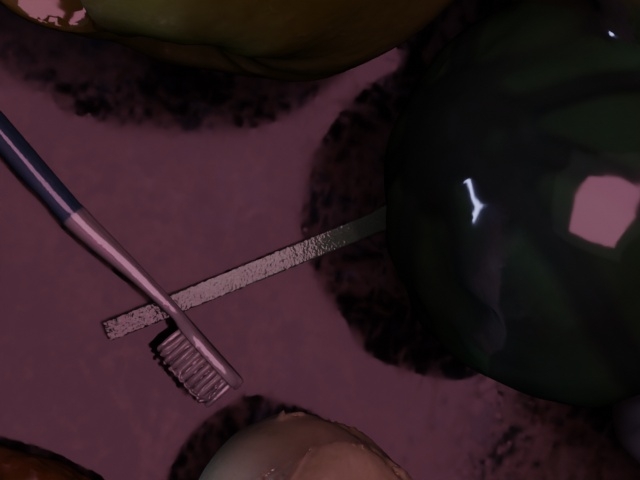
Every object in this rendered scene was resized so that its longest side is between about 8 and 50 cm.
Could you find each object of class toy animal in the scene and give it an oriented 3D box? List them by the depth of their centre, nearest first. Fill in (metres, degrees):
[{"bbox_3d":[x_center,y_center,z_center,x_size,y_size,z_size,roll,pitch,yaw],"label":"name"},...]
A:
[{"bbox_3d":[0.155,-0.086,0.877,0.338,0.216,0.191,-52,131,-12],"label":"toy animal"}]

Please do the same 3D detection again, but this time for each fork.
[{"bbox_3d":[0.000,0.000,0.966,0.235,0.021,0.039,-21,88,-8],"label":"fork"}]

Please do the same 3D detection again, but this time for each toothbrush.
[{"bbox_3d":[-0.136,-0.026,0.933,0.025,0.019,0.276,-41,90,-1],"label":"toothbrush"}]

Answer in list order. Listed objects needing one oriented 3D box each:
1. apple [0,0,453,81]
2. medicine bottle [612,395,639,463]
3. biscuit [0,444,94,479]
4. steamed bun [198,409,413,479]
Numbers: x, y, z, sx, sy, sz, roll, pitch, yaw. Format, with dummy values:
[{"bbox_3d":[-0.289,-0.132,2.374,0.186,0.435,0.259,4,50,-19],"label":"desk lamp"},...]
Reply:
[{"bbox_3d":[-0.041,-0.204,0.826,0.291,0.292,0.254,13,91,-9],"label":"apple"},{"bbox_3d":[0.295,0.129,0.940,0.288,0.157,0.157,42,83,-6],"label":"medicine bottle"},{"bbox_3d":[-0.178,0.235,0.903,0.295,0.075,0.296,0,87,-11],"label":"biscuit"},{"bbox_3d":[-0.013,0.145,0.917,0.130,0.091,0.112,47,65,-36],"label":"steamed bun"}]
